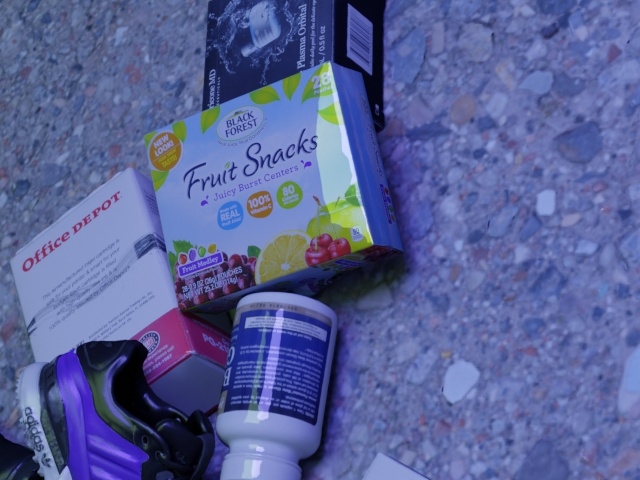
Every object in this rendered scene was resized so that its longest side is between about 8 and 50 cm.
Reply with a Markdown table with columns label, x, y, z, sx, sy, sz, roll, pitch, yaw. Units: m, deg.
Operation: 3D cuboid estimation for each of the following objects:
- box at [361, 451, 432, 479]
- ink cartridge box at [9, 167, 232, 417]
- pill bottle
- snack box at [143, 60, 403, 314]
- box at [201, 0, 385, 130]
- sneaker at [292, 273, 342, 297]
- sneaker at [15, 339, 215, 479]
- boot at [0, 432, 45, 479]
| label | x | y | z | sx | sy | sz | roll | pitch | yaw |
| --- | --- | --- | --- | --- | --- | --- | --- | --- | --- |
| box | 0.076 | 0.241 | 1.316 | 0.087 | 0.101 | 0.102 | 24 | 81 | 43 |
| ink cartridge box | -0.189 | 0.076 | 1.606 | 0.172 | 0.100 | 0.237 | -36 | 51 | 17 |
| pill bottle | -0.041 | 0.138 | 1.464 | 0.094 | 0.094 | 0.169 | -7 | 63 | 35 |
| snack box | -0.045 | -0.044 | 1.498 | 0.207 | 0.070 | 0.174 | -18 | 76 | 25 |
| box | -0.026 | -0.173 | 1.618 | 0.158 | 0.093 | 0.156 | -17 | 58 | 31 |
| sneaker | 0.000 | 0.000 | 1.547 | 0.069 | 0.038 | 0.098 | -25 | 63 | 23 |
| sneaker | -0.149 | 0.219 | 1.440 | 0.146 | 0.102 | 0.293 | -25 | 85 | 16 |
| boot | -0.382 | 0.283 | 1.647 | 0.207 | 0.094 | 0.246 | 21 | 75 | 39 |
